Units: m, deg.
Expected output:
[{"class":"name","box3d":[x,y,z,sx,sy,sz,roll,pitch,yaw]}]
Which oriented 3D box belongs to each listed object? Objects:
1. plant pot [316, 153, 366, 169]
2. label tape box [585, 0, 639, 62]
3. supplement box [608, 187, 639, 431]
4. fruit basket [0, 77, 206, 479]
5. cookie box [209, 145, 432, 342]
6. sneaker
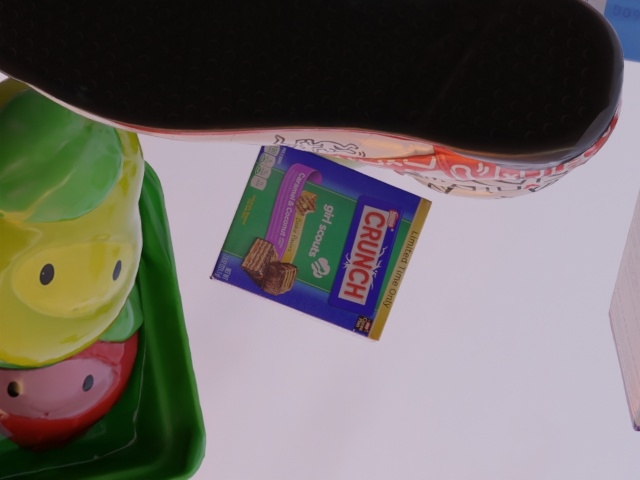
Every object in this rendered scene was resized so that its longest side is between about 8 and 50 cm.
[{"class":"plant pot","box3d":[0.111,-0.213,2.011,0.254,0.276,0.276,-7,-124,13]},{"class":"label tape box","box3d":[0.181,-0.229,1.634,0.347,0.249,0.115,-156,-107,-71]},{"class":"supplement box","box3d":[0.276,0.027,1.256,0.220,0.111,0.114,91,-5,-51]},{"class":"fruit basket","box3d":[-0.226,0.050,1.203,0.392,0.392,0.283,-13,-94,51]},{"class":"cookie box","box3d":[0.000,0.000,1.077,0.040,0.107,0.092,161,-50,-85]},{"class":"sneaker","box3d":[-0.013,-0.073,0.744,0.145,0.270,0.090,37,64,-82]}]
